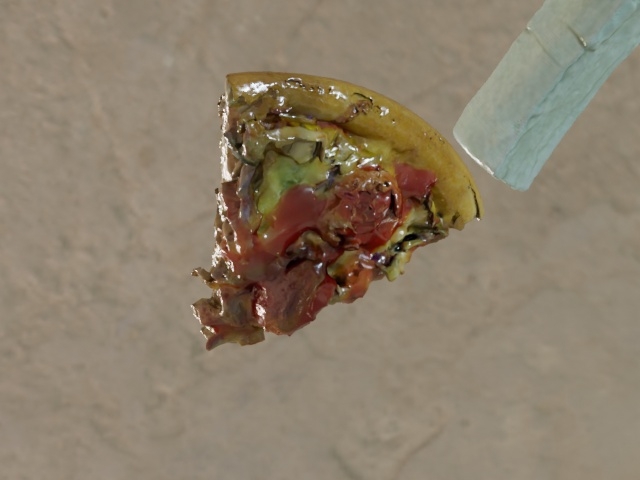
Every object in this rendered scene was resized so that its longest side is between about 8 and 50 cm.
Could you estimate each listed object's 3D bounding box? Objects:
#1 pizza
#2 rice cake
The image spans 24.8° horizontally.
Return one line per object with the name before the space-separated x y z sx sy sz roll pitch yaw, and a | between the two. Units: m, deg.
pizza | 0.000 0.000 0.868 0.193 0.201 0.053 -60 37 22
rice cake | 0.147 -0.126 0.650 0.245 0.042 0.045 -52 48 23
